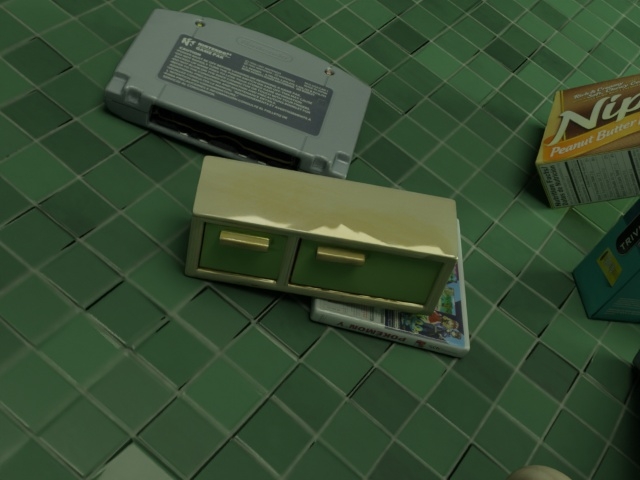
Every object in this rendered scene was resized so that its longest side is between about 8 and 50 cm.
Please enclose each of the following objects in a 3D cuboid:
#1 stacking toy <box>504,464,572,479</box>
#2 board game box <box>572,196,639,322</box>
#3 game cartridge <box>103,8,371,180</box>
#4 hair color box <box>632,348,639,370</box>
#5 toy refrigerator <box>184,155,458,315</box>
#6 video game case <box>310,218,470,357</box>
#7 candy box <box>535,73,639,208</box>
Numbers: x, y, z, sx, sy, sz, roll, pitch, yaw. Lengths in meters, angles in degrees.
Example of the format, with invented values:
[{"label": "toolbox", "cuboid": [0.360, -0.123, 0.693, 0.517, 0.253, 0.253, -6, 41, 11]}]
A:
[{"label": "stacking toy", "cuboid": [0.082, 0.296, 0.807, 0.330, 0.141, 0.141, -10, 57, -28]}, {"label": "board game box", "cuboid": [0.500, -0.020, 1.135, 0.253, 0.336, 0.079, 7, 49, -21]}, {"label": "game cartridge", "cuboid": [-0.090, -0.179, 1.169, 0.294, 0.060, 0.196, 20, 49, -3]}, {"label": "hair color box", "cuboid": [0.467, 0.166, 0.975, 0.185, 0.114, 0.374, 30, 8, 0]}, {"label": "toy refrigerator", "cuboid": [0.000, 0.000, 1.008, 0.269, 0.102, 0.094, 11, 48, -6]}, {"label": "video game case", "cuboid": [0.080, 0.029, 1.107, 0.183, 0.023, 0.201, 15, 46, -14]}, {"label": "candy box", "cuboid": [0.456, -0.148, 1.260, 0.087, 0.316, 0.183, 61, 36, -29]}]
